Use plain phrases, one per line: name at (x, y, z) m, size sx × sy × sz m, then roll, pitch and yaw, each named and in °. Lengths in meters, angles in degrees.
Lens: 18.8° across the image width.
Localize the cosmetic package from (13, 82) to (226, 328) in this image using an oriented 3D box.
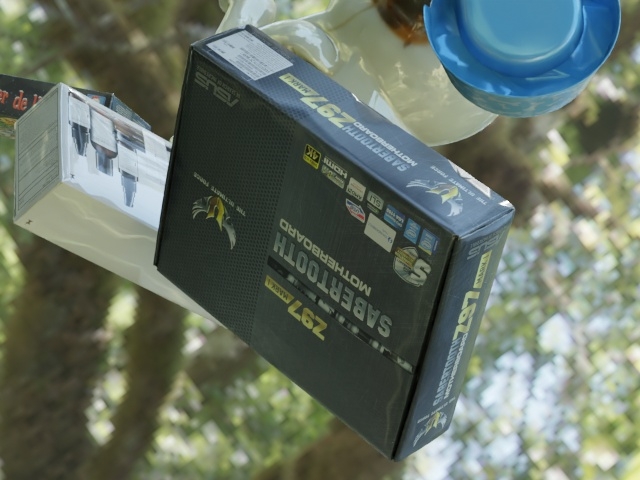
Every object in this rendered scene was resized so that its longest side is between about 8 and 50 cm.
cosmetic package at (-0.108, -0.015, 1.396) m, size 0.239 × 0.060 × 0.099 m, roll 28°, pitch 40°, yaw -35°

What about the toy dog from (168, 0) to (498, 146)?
toy dog at (0.022, -0.117, 1.931) m, size 0.395 × 0.408 × 0.284 m, roll 39°, pitch -3°, yaw 44°

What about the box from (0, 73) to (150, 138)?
box at (-0.309, -0.135, 2.011) m, size 0.233 × 0.044 × 0.159 m, roll 11°, pitch -6°, yaw 11°

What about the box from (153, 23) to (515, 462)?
box at (0.000, 0.000, 1.209) m, size 0.233 × 0.059 × 0.183 m, roll 38°, pitch -45°, yaw 28°

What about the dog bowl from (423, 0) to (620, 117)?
dog bowl at (0.169, -0.240, 1.687) m, size 0.074 × 0.166 × 0.297 m, roll 81°, pitch 6°, yaw -66°
